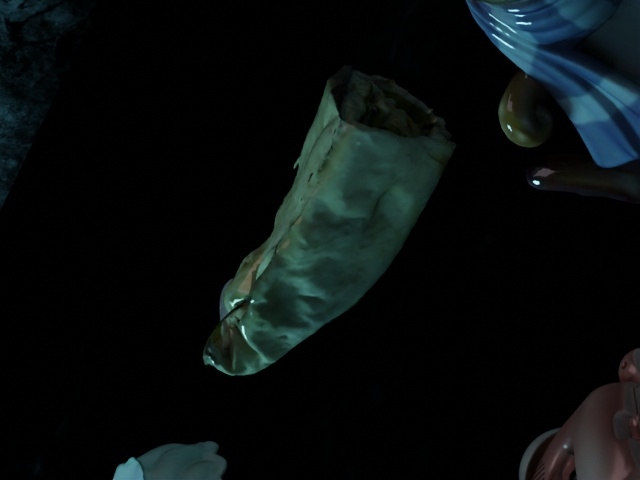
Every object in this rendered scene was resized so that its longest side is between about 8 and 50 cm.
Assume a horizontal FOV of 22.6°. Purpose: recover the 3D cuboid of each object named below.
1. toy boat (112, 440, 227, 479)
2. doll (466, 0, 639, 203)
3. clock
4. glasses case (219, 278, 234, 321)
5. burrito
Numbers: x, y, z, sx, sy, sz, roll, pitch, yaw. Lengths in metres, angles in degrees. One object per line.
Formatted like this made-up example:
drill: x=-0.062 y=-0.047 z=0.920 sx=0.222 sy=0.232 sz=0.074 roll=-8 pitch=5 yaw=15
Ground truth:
toy boat: x=-0.176 y=0.306 z=1.724 sx=0.199 sy=0.100 sz=0.290 roll=-68 pitch=20 yaw=-2
doll: x=0.187 y=-0.174 z=1.087 sx=0.318 sy=0.339 sz=0.209 roll=-37 pitch=31 yaw=31
clock: x=0.184 y=0.170 z=1.040 sx=0.162 sy=0.092 sz=0.166 roll=-52 pitch=27 yaw=40
glasses case: x=-0.105 y=0.078 z=1.882 sx=0.032 sy=0.021 sz=0.083 roll=-51 pitch=27 yaw=28
burrito: x=0.002 y=-0.001 z=1.567 sx=0.332 sy=0.135 sz=0.190 roll=-60 pitch=14 yaw=26
